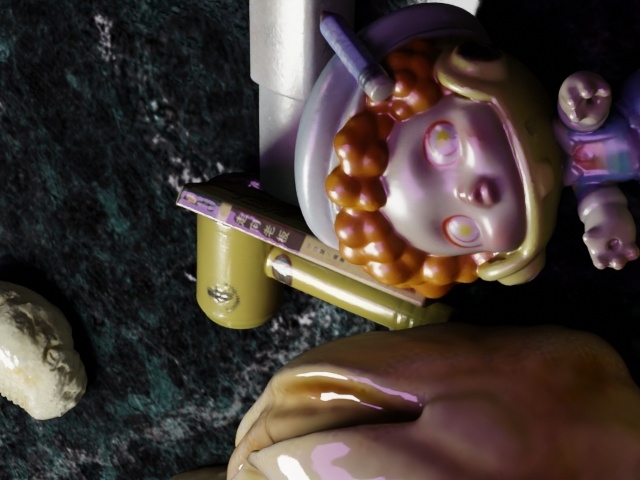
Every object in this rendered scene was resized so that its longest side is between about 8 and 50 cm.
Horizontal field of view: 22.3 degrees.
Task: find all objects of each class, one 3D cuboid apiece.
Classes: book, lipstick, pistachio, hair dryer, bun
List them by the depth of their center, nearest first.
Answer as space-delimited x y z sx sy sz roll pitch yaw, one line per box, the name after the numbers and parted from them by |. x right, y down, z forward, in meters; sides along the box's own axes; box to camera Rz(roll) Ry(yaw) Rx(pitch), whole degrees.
0.101 0.208 1.389 0.365 0.281 0.445 30 145 -33 | pistachio
0.000 0.000 1.428 0.231 0.161 0.026 22 96 10 | book
-0.015 -0.150 1.433 0.077 0.079 0.253 25 135 28 | lipstick
0.003 0.046 1.548 0.279 0.090 0.135 22 129 24 | hair dryer
-0.350 0.122 1.904 0.188 0.111 0.164 37 153 15 | bun

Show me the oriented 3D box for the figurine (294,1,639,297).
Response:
0.176 -0.062 1.261 0.382 0.205 0.224 9 122 15 | figurine

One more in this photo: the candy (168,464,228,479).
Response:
-0.084 0.305 1.774 0.234 0.102 0.104 -12 107 44 | candy
